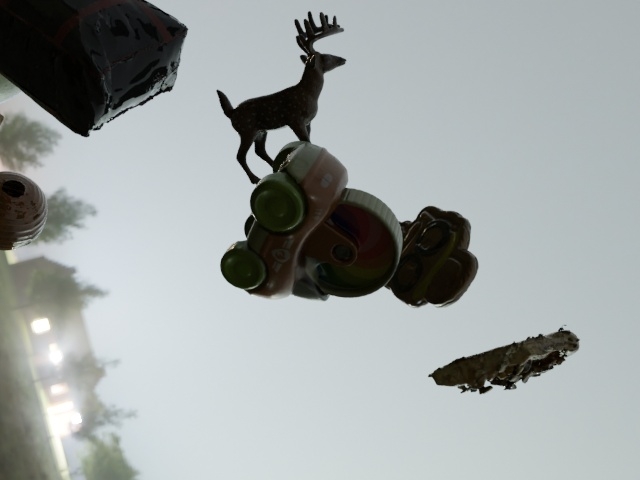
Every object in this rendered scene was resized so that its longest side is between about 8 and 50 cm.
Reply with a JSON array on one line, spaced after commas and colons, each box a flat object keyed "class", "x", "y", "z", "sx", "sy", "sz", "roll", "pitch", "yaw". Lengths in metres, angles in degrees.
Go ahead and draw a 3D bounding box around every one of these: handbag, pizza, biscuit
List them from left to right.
[{"class": "handbag", "x": -0.279, "y": -0.238, "z": 1.025, "sx": 0.215, "sy": 0.169, "sz": 0.155, "roll": 37, "pitch": -47, "yaw": 9}, {"class": "biscuit", "x": 0.205, "y": 0.027, "z": 1.749, "sx": 0.208, "sy": 0.041, "sz": 0.290, "roll": -55, "pitch": -147, "yaw": 4}, {"class": "pizza", "x": 0.288, "y": 0.186, "z": 1.326, "sx": 0.147, "sy": 0.226, "sz": 0.069, "roll": -35, "pitch": -112, "yaw": 53}]

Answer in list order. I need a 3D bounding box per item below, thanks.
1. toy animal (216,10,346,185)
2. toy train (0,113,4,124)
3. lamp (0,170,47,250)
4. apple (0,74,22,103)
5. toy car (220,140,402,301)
[{"class": "toy animal", "x": -0.056, "y": -0.233, "z": 1.481, "sx": 0.087, "sy": 0.243, "sz": 0.260, "roll": -58, "pitch": 133, "yaw": -72}, {"class": "toy train", "x": -0.398, "y": -0.087, "z": 0.882, "sx": 0.072, "sy": 0.188, "sz": 0.099, "roll": 20, "pitch": -12, "yaw": 38}, {"class": "lamp", "x": -0.524, "y": -0.050, "z": 1.480, "sx": 0.136, "sy": 0.136, "sz": 0.136, "roll": 165, "pitch": -90, "yaw": -73}, {"class": "apple", "x": -0.439, "y": -0.279, "z": 1.132, "sx": 0.188, "sy": 0.174, "sz": 0.207, "roll": 108, "pitch": -28, "yaw": -67}, {"class": "toy car", "x": 0.000, "y": 0.000, "z": 1.211, "sx": 0.145, "sy": 0.235, "sz": 0.235, "roll": -64, "pitch": 153, "yaw": -58}]
